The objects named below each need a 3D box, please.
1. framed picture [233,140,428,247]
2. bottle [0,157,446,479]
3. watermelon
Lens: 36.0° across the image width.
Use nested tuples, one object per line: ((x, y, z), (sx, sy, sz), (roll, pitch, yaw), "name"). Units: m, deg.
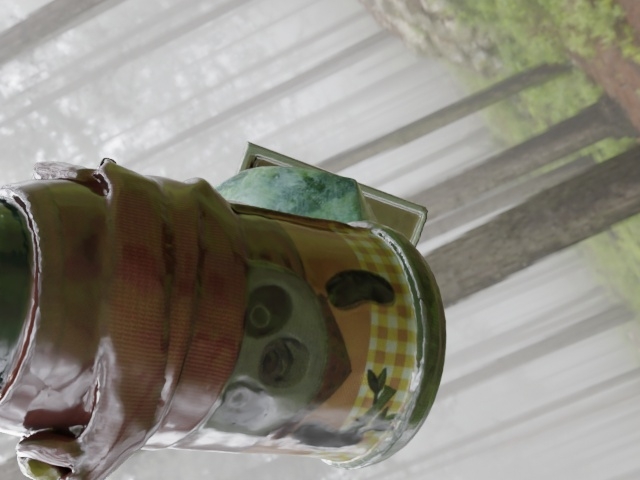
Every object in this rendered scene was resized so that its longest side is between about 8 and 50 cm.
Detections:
((-0.028, 0.060, 0.953), (0.192, 0.265, 0.018), (20, -172, -11), "framed picture")
((-0.081, 0.045, 0.463), (0.271, 0.143, 0.156), (10, -130, -33), "bottle")
((-0.003, -0.005, 0.715), (0.180, 0.081, 0.094), (34, 164, 7), "watermelon")
